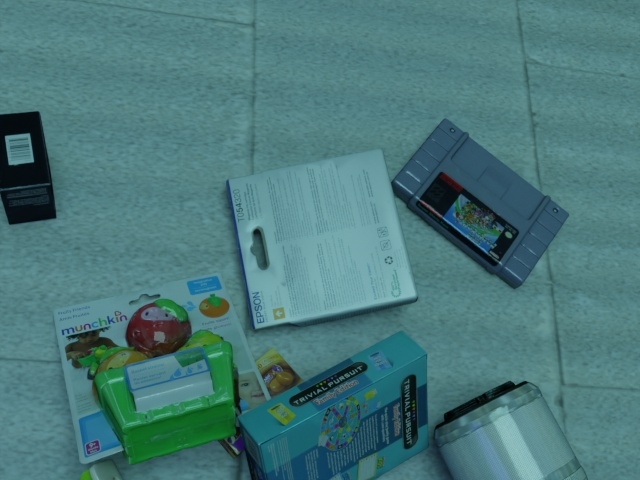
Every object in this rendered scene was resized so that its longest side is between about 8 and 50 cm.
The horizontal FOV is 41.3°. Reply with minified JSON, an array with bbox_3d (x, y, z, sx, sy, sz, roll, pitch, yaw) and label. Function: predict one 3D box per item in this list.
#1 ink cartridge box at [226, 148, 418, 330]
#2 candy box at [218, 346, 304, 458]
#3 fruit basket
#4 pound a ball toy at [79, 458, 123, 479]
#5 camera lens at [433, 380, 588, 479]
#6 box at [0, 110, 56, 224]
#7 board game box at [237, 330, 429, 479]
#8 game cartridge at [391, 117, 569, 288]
[{"bbox_3d":[0.000,0.000,1.702,0.330,0.071,0.324,-11,73,0],"label":"ink cartridge box"},{"bbox_3d":[-0.124,0.300,1.574,0.186,0.053,0.109,-38,79,-26],"label":"candy box"},{"bbox_3d":[-0.287,0.199,1.494,0.327,0.165,0.353,-12,49,-15],"label":"fruit basket"},{"bbox_3d":[-0.383,0.512,1.394,0.208,0.136,0.319,-33,78,2],"label":"pound a ball toy"},{"bbox_3d":[0.352,0.412,1.556,0.219,0.219,0.274,-21,74,-21],"label":"camera lens"},{"bbox_3d":[-0.554,-0.134,1.587,0.093,0.158,0.156,-9,71,-17],"label":"box"},{"bbox_3d":[0.034,0.338,1.491,0.336,0.254,0.079,-25,41,-23],"label":"board game box"},{"bbox_3d":[0.348,-0.084,1.857,0.355,0.068,0.230,38,60,3],"label":"game cartridge"}]
